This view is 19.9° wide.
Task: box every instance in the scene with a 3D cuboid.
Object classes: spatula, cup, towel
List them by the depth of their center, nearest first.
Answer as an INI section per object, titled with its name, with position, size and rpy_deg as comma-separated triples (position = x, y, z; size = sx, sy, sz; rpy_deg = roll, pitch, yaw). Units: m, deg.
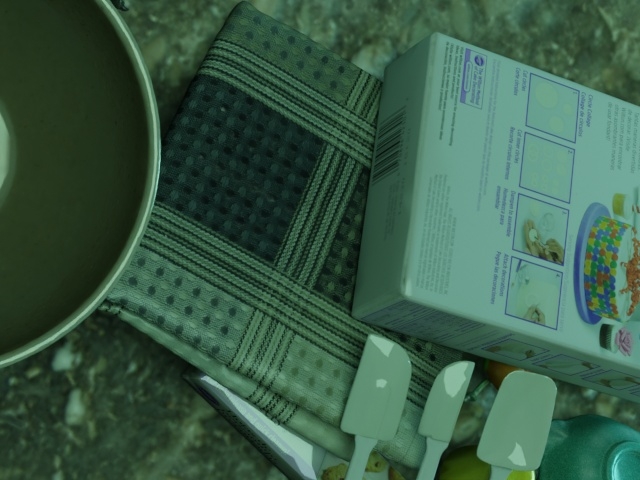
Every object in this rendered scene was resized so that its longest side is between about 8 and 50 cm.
[cup]
position = -0.304, -0.070, 1.379
size = 0.331, 0.237, 0.331
rpy_deg = 0, 92, -15
[spatula]
position = 0.086, 0.208, 1.493
size = 0.168, 0.019, 0.242
rpy_deg = 13, 100, -12
[towel]
position = 0.000, 0.000, 1.540
size = 0.324, 0.056, 0.312
rpy_deg = 31, 63, -15

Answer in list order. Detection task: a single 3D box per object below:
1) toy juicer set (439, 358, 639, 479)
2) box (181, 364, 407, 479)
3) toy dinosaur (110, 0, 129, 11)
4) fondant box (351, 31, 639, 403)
[toy juicer set]
position = 0.262, 0.187, 1.641
size = 0.329, 0.089, 0.209
rpy_deg = 21, 63, -22
[box]
position = 0.020, 0.203, 1.567
size = 0.324, 0.063, 0.067
rpy_deg = 46, 75, -11
[toy dinosaur]
position = -0.238, -0.188, 1.499
size = 0.268, 0.064, 0.118
rpy_deg = 45, 84, -8
[fondant box]
position = 0.203, -0.010, 1.562
size = 0.330, 0.096, 0.238
rpy_deg = 17, 68, -21
